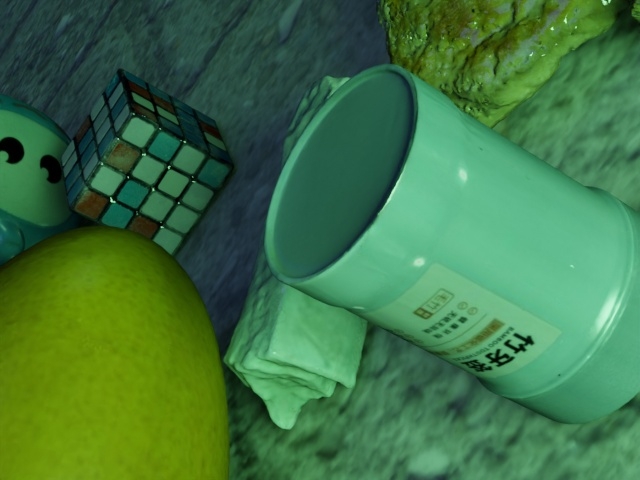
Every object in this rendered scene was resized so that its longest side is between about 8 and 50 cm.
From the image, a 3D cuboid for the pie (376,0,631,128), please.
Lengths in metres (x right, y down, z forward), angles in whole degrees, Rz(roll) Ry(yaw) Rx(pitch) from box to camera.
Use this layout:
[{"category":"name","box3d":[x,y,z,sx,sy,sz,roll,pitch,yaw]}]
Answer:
[{"category":"pie","box3d":[0.108,-0.147,0.743,0.193,0.079,0.163,-53,36,18]}]

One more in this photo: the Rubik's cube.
[{"category":"Rubik's cube","box3d":[-0.134,-0.059,1.062,0.092,0.092,0.092,-54,28,15]}]

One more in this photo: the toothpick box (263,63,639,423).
[{"category":"toothpick box","box3d":[0.065,0.004,0.588,0.101,0.153,0.101,-42,33,35]}]

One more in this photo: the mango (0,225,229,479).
[{"category":"mango","box3d":[-0.161,0.158,0.764,0.264,0.221,0.378,130,159,-60]}]

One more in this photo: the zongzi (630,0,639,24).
[{"category":"zongzi","box3d":[0.190,-0.120,0.622,0.083,0.040,0.076,22,78,51]}]

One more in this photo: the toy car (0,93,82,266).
[{"category":"toy car","box3d":[-0.309,0.000,1.216,0.255,0.188,0.190,-56,35,5]}]

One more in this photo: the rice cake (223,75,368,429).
[{"category":"rice cake","box3d":[0.000,0.000,0.803,0.063,0.069,0.206,-20,47,53]}]
